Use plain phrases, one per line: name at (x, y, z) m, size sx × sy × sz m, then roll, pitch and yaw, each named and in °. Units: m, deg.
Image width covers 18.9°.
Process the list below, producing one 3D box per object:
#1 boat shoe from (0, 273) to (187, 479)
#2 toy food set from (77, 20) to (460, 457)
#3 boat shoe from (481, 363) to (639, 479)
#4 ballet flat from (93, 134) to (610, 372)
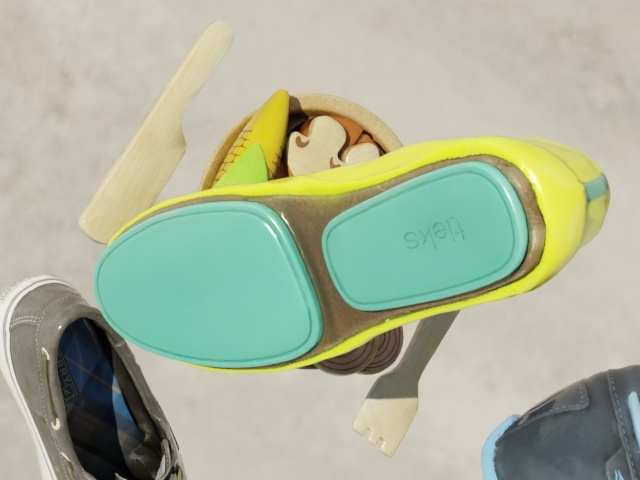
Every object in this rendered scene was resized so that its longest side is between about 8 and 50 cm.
boat shoe at (-0.114, 0.122, 1.096) m, size 0.076 × 0.080 × 0.228 m, roll 19°, pitch 133°, yaw 52°
toy food set at (0.000, 0.000, 0.848) m, size 0.192 × 0.132 × 0.038 m, roll 38°, pitch 161°, yaw -27°
boat shoe at (0.159, 0.163, 0.727) m, size 0.089 × 0.109 × 0.258 m, roll -36°, pitch 78°, yaw 12°
ballet flat at (0.013, 0.003, 0.745) m, size 0.231 × 0.077 × 0.077 m, roll -13°, pitch 97°, yaw 41°
